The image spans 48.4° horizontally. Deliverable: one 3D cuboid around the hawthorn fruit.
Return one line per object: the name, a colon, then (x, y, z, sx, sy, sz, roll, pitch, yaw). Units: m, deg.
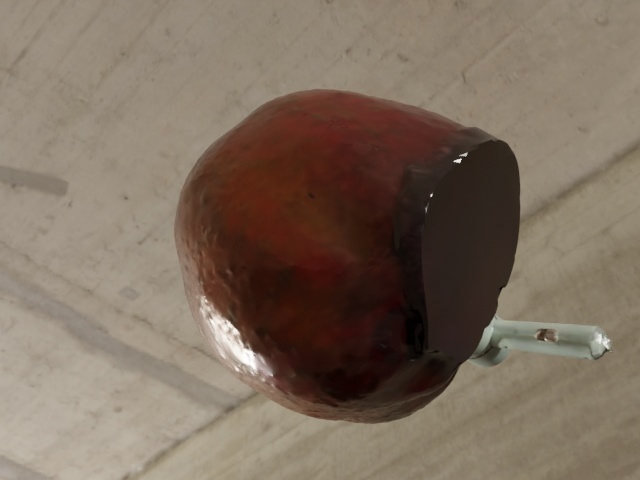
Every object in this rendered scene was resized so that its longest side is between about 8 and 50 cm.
hawthorn fruit: (0.000, 0.000, 0.473, 0.249, 0.215, 0.215, 30, -41, 26)

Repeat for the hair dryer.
hair dryer: (0.154, 0.072, 0.551, 0.137, 0.047, 0.082, 2, -21, 39)
